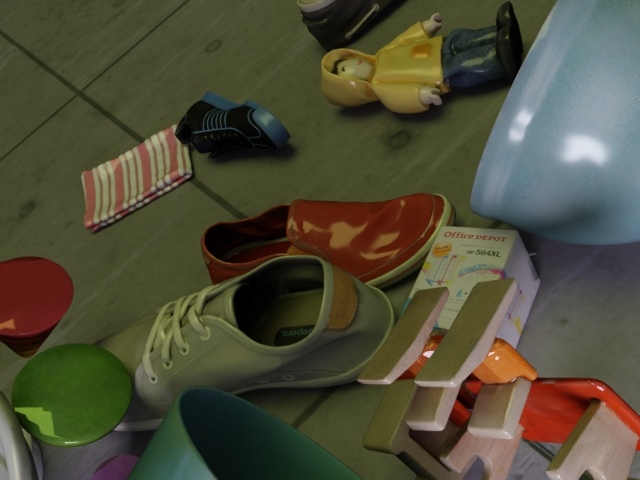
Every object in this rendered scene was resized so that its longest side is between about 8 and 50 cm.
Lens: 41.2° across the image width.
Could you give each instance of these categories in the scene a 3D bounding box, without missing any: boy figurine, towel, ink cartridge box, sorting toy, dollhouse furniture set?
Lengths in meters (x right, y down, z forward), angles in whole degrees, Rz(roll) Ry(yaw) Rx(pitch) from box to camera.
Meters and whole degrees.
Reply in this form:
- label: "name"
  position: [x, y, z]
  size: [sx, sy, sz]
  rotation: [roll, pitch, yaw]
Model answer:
- label: "boy figurine"
  position: [0.135, -0.250, 1.182]
  size: [0.285, 0.092, 0.177]
  rotation: [-5, 51, 25]
- label: "towel"
  position: [-0.298, -0.106, 1.371]
  size: [0.197, 0.029, 0.144]
  rotation: [-28, 42, 7]
- label: "ink cartridge box"
  position: [0.158, 0.054, 0.878]
  size: [0.092, 0.090, 0.143]
  rotation: [5, 55, 36]
- label: "sorting toy"
  position: [-0.294, 0.185, 0.982]
  size: [0.127, 0.126, 0.366]
  rotation: [-21, 57, -30]
- label: "dollhouse furniture set"
  position: [0.154, 0.139, 0.691]
  size: [0.135, 0.262, 0.259]
  rotation: [-54, 18, -24]

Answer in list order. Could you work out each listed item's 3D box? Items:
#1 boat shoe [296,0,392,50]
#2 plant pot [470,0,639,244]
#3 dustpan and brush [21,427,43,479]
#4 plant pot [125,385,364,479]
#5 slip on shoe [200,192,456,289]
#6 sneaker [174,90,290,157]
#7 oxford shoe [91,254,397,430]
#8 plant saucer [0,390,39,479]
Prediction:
- label: "boat shoe"
  position: [0.106, -0.436, 1.390]
  size: [0.335, 0.096, 0.112]
  rotation: [-39, 38, -13]
- label: "plant pot"
  position: [0.303, -0.114, 0.830]
  size: [0.196, 0.293, 0.293]
  rotation: [29, 68, 18]
- label: "dustpan and brush"
  position: [-0.373, 0.305, 1.008]
  size: [0.211, 0.060, 0.147]
  rotation: [20, 64, 42]
- label: "plant pot"
  position: [-0.063, 0.296, 0.661]
  size: [0.235, 0.293, 0.293]
  rotation: [-52, 42, 2]
- label: "slip on shoe"
  position: [0.000, 0.000, 1.025]
  size: [0.331, 0.101, 0.123]
  rotation: [-11, 45, 23]
- label: "sneaker"
  position: [-0.137, -0.162, 1.288]
  size: [0.090, 0.081, 0.232]
  rotation: [-50, 37, -13]
- label: "oxford shoe"
  position: [-0.134, 0.113, 0.985]
  size: [0.449, 0.130, 0.169]
  rotation: [-15, 49, 25]
- label: "plant saucer"
  position: [-0.402, 0.342, 0.910]
  size: [0.400, 0.100, 0.401]
  rotation: [-16, 64, 35]
